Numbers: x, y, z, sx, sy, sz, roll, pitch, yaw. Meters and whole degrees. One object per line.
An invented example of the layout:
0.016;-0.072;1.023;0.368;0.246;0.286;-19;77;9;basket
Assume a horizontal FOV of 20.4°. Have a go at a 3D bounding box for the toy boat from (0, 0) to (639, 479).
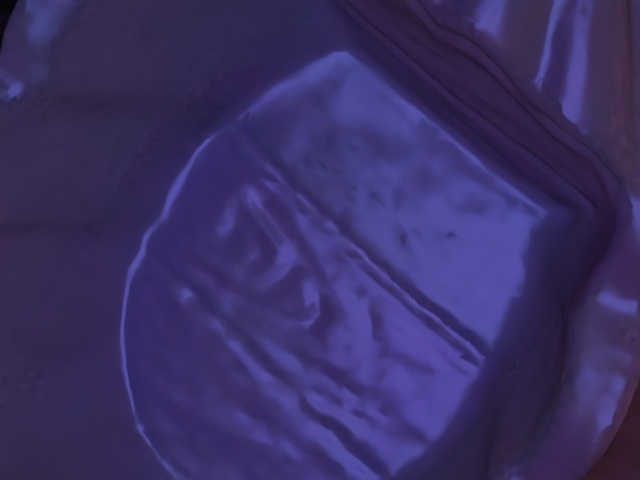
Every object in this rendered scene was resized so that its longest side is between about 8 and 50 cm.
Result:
0.000;0.000;0.472;0.199;0.100;0.290;41;104;12;toy boat
